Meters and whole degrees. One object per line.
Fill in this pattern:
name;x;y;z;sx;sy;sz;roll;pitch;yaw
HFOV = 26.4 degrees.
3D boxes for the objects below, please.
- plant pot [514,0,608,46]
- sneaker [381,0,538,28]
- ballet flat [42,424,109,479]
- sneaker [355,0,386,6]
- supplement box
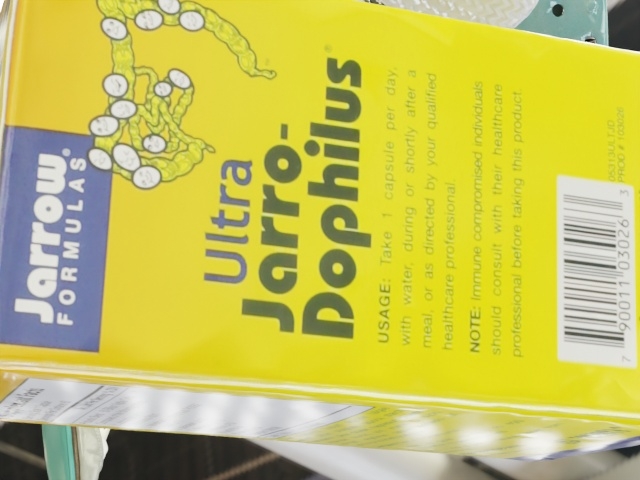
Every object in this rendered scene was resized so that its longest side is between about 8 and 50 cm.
plant pot;0.199;-0.201;1.416;0.234;0.165;0.165;-150;-125;-73
sneaker;0.015;-0.302;0.882;0.210;0.366;0.137;-58;-176;-30
ballet flat;-0.208;0.130;1.155;0.072;0.068;0.213;-49;-125;50
sneaker;-0.011;-0.226;1.249;0.182;0.315;0.127;-21;-173;35
supplement box;0.000;0.000;0.710;0.194;0.356;0.195;146;-52;-66
